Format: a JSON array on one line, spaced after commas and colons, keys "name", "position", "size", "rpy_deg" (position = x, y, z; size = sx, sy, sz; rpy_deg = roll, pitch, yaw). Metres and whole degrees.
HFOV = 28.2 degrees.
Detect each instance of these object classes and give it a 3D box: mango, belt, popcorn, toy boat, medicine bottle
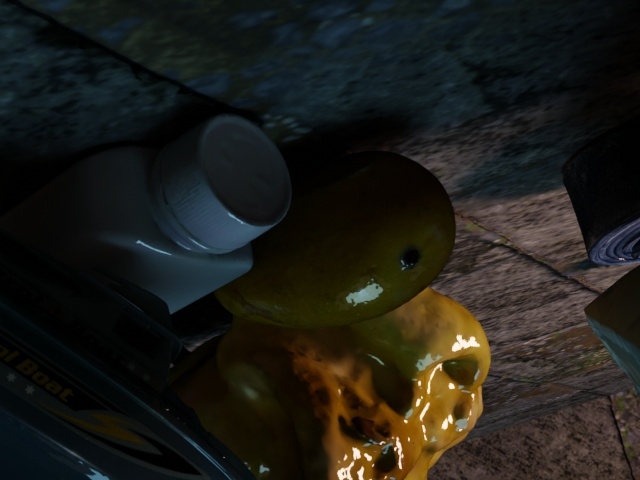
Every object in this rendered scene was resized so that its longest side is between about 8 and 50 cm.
[{"name": "mango", "position": [0.000, 0.003, 0.755], "size": [0.165, 0.089, 0.115], "rpy_deg": [-18, -152, 18]}, {"name": "belt", "position": [0.262, -0.041, 0.894], "size": [0.190, 0.082, 0.141], "rpy_deg": [-29, 154, 37]}, {"name": "popcorn", "position": [-0.016, 0.149, 0.985], "size": [0.297, 0.281, 0.316], "rpy_deg": [-31, 179, -8]}, {"name": "toy boat", "position": [-0.145, 0.067, 0.628], "size": [0.296, 0.122, 0.114], "rpy_deg": [34, 147, -16]}, {"name": "medicine bottle", "position": [-0.100, -0.002, 0.703], "size": [0.119, 0.069, 0.183], "rpy_deg": [14, 149, -42]}]

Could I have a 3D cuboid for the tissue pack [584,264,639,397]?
[{"name": "tissue pack", "position": [0.367, 0.008, 0.663], "size": [0.405, 0.205, 0.332], "rpy_deg": [-37, -179, 4]}]
